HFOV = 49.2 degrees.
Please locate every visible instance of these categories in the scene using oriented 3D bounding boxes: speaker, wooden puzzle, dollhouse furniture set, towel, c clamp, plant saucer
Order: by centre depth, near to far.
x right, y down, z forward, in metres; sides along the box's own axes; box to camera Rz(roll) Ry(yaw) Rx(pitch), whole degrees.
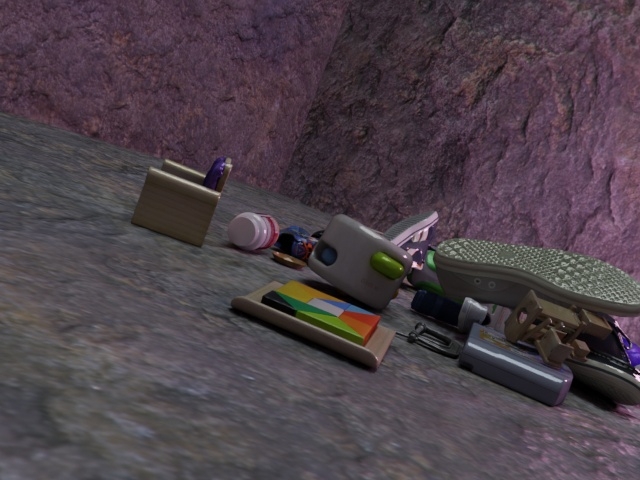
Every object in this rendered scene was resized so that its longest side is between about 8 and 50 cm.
[{"bbox_3d":[0.001,0.112,1.049,0.220,0.044,0.238,22,5,10],"label":"wooden puzzle"},{"bbox_3d":[0.196,0.175,1.286,0.137,0.022,0.160,23,6,20],"label":"c clamp"},{"bbox_3d":[0.461,0.203,1.306,0.181,0.101,0.161,20,30,-17],"label":"dollhouse furniture set"},{"bbox_3d":[-0.072,0.047,1.579,0.083,0.015,0.083,20,5,-2],"label":"plant saucer"},{"bbox_3d":[0.270,0.151,1.596,0.119,0.067,0.029,22,45,3],"label":"towel"},{"bbox_3d":[0.400,0.128,2.013,0.296,0.131,0.131,24,6,31],"label":"speaker"}]

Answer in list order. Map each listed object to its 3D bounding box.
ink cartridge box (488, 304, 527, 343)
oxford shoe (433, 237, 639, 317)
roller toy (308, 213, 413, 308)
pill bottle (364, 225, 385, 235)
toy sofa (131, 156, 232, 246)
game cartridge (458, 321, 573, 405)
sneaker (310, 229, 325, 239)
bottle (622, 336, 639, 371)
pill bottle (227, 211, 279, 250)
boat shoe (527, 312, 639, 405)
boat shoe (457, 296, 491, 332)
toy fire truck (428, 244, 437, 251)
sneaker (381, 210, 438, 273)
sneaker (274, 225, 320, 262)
[{"bbox_3d":[0.529,0.203,1.803,0.198,0.115,0.067,18,6,-17],"label":"ink cartridge box"},{"bbox_3d":[0.458,0.098,1.497,0.449,0.130,0.169,11,29,27],"label":"oxford shoe"},{"bbox_3d":[0.079,0.049,1.441,0.191,0.146,0.209,32,2,13],"label":"roller toy"},{"bbox_3d":[0.184,0.036,2.115,0.216,0.121,0.121,17,7,-40],"label":"pill bottle"},{"bbox_3d":[-0.291,-0.116,1.510,0.150,0.177,0.362,20,6,-10],"label":"toy sofa"},{"bbox_3d":[0.361,0.224,1.292,0.198,0.062,0.297,18,4,13],"label":"game cartridge"},{"bbox_3d":[0.000,0.000,2.048,0.078,0.067,0.188,26,7,-14],"label":"sneaker"},{"bbox_3d":[0.700,0.289,1.604,0.092,0.118,0.283,-23,1,7],"label":"bottle"},{"bbox_3d":[-0.152,-0.021,1.567,0.086,0.086,0.152,22,5,12],"label":"pill bottle"},{"bbox_3d":[0.574,0.220,1.526,0.186,0.156,0.500,31,6,0],"label":"boat shoe"},{"bbox_3d":[0.337,0.167,1.510,0.063,0.066,0.184,21,-18,19],"label":"boat shoe"},{"bbox_3d":[0.455,0.114,2.353,0.217,0.159,0.246,21,17,-10],"label":"toy fire truck"},{"bbox_3d":[0.247,0.019,2.008,0.126,0.128,0.321,-11,14,44],"label":"sneaker"},{"bbox_3d":[-0.030,0.026,1.709,0.221,0.083,0.087,18,16,35],"label":"sneaker"}]
